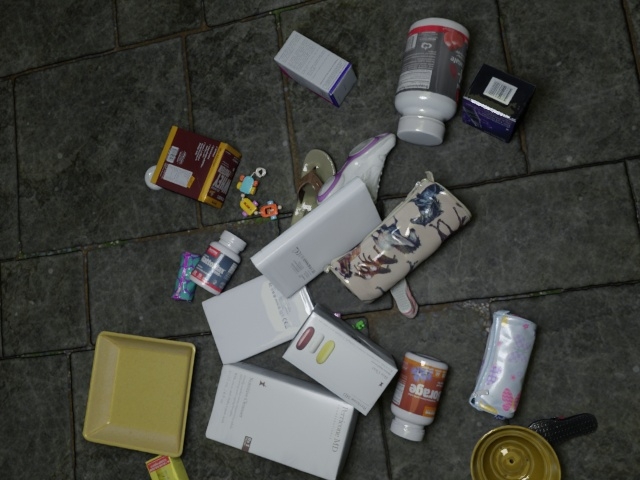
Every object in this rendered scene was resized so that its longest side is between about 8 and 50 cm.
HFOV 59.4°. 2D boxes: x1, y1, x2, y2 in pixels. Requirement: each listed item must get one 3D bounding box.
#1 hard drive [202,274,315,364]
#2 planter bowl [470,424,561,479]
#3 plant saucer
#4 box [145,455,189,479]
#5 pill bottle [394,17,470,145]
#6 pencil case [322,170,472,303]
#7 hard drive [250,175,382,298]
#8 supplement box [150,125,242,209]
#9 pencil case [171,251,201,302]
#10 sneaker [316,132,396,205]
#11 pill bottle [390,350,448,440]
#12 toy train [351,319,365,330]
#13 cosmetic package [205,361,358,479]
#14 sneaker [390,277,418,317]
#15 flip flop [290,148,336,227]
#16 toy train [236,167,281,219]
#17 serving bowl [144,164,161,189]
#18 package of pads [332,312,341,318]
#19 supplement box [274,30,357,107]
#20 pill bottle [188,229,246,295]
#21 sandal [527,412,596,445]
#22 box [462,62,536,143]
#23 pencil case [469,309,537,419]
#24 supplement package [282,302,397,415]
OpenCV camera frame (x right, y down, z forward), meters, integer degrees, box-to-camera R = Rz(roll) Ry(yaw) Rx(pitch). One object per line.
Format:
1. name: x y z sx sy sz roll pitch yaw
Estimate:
1. hard drive: -0.177 0.220 1.680 0.319 0.040 0.210 -24 78 9
2. planter bowl: 0.498 0.581 1.451 0.217 0.090 0.217 -2 83 12
3. plant saucer: -0.538 0.459 1.715 0.333 0.081 0.332 5 85 14
4. box: -0.430 0.745 1.663 0.087 0.058 0.232 -27 77 9
5. pill bottle: 0.307 -0.439 1.580 0.176 0.176 0.318 10 86 14
6. pencil case: 0.207 0.003 1.554 0.410 0.160 0.183 -42 92 5
7. hard drive: 0.000 0.000 1.544 0.353 0.233 0.047 -37 57 -2
8. supplement box: -0.381 -0.224 1.738 0.194 0.129 0.191 21 88 15
9. pencil case: -0.413 0.113 1.734 0.065 0.070 0.151 10 84 14
10. sneaker: 0.126 -0.183 1.642 0.152 0.114 0.305 44 83 -19
11. pill bottle: 0.260 0.418 1.512 0.121 0.121 0.216 15 87 15
12. toy train: 0.093 0.260 1.625 0.083 0.017 0.023 -35 67 7
13. cosmetic package: -0.097 0.494 1.568 0.385 0.156 0.217 12 84 15
14. sneaker: 0.238 0.161 1.592 0.051 0.070 0.134 -27 48 17
15. flip flop: -0.029 -0.138 1.670 0.112 0.080 0.277 16 87 15
16. toy train: -0.188 -0.133 1.728 0.125 0.046 0.166 -18 82 9
17. serving bowl: -0.537 -0.207 1.825 0.083 0.027 0.083 -2 82 12
18. package of pads: 0.032 0.251 1.631 0.050 0.032 0.083 2 84 9
19. supplement box: -0.013 -0.518 1.699 0.220 0.111 0.114 34 91 14
20. pill bottle: -0.305 0.064 1.692 0.108 0.108 0.180 30 82 15
21. sandal: 0.627 0.490 1.464 0.179 0.040 0.067 -10 86 -3
22. box: 0.476 -0.366 1.516 0.153 0.207 0.108 30 91 16
23. pencil case: 0.478 0.324 1.475 0.124 0.113 0.273 18 86 -7
24. supplement package: 0.053 0.310 1.506 0.262 0.204 0.145 34 92 3
